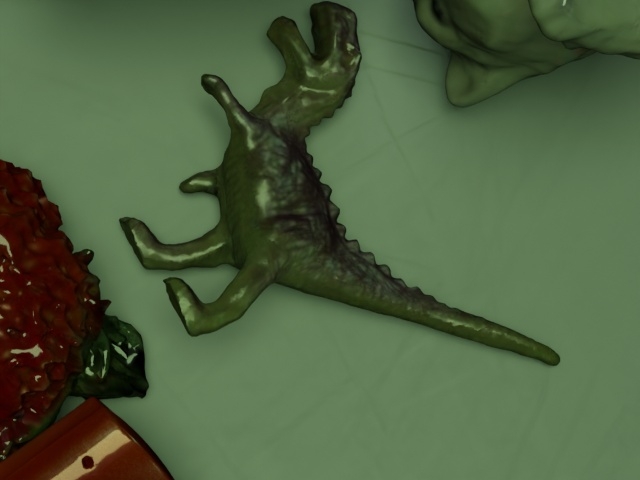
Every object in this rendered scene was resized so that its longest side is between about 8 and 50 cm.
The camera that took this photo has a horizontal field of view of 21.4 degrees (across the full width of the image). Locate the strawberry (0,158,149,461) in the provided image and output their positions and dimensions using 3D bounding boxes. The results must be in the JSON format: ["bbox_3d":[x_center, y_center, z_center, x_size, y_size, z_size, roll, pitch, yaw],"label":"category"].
[{"bbox_3d":[-0.229,0.029,0.924,0.286,0.106,0.188,24,82,-2],"label":"strawberry"}]

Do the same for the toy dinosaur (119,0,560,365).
[{"bbox_3d":[0.000,-0.002,0.967,0.199,0.072,0.251,-27,77,-17],"label":"toy dinosaur"}]

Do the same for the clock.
[{"bbox_3d":[-0.145,0.170,0.915,0.155,0.061,0.113,-38,130,-8],"label":"clock"}]

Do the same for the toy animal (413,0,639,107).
[{"bbox_3d":[0.162,-0.224,0.975,0.266,0.188,0.308,-4,73,-26],"label":"toy animal"}]
